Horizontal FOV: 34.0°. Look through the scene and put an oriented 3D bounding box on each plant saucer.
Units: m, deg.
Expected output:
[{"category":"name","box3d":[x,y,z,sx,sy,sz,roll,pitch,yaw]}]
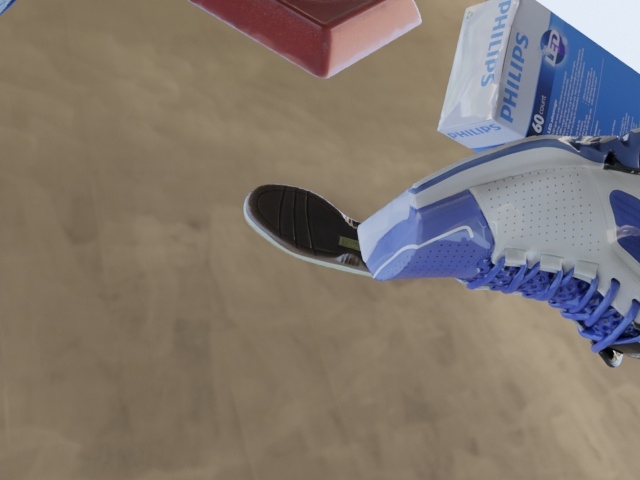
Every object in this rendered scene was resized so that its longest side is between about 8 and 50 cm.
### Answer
[{"category":"plant saucer","box3d":[-0.029,-0.315,1.288,0.259,0.048,0.258,32,-141,16]}]

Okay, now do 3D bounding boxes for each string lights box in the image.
[{"category":"string lights box","box3d":[0.243,-0.119,1.020,0.259,0.077,0.133,24,-107,-32]}]

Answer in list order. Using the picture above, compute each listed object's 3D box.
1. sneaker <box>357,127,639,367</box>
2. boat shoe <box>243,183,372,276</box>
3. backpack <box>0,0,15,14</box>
[{"category":"sneaker","box3d":[0.204,0.017,0.814,0.315,0.127,0.182,-11,-102,-24]},{"category":"boat shoe","box3d":[0.000,0.000,1.086,0.190,0.072,0.068,25,-108,-19]},{"category":"backpack","box3d":[-0.448,-0.300,1.033,0.273,0.290,0.355,41,-168,-15]}]
